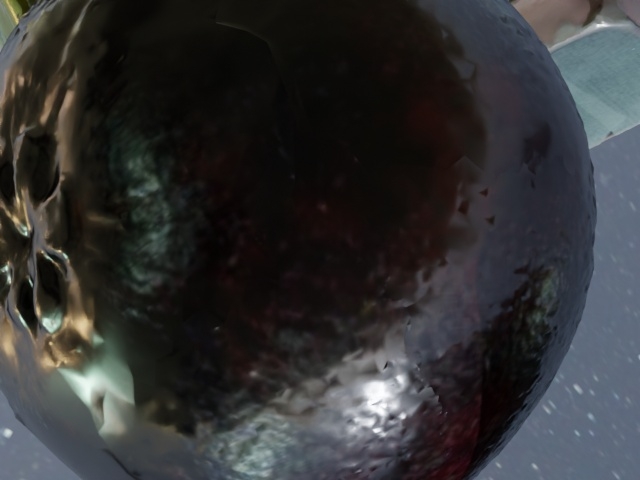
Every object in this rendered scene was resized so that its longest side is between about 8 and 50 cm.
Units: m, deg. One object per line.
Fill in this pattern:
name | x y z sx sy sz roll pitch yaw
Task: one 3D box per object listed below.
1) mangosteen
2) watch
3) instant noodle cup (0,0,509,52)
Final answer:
mangosteen | -0.003 -0.005 0.460 0.216 0.216 0.216 -13 -121 22
watch | 0.153 -0.212 1.052 0.161 0.253 0.241 -28 -119 28
instant noodle cup | -0.076 -0.146 0.725 0.254 0.326 0.325 -29 -130 -20
